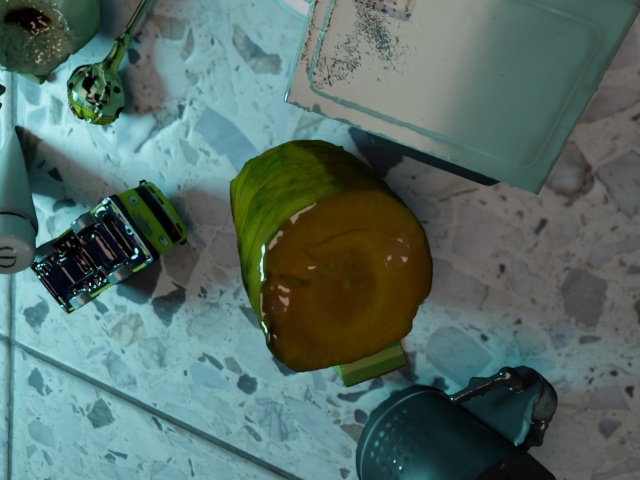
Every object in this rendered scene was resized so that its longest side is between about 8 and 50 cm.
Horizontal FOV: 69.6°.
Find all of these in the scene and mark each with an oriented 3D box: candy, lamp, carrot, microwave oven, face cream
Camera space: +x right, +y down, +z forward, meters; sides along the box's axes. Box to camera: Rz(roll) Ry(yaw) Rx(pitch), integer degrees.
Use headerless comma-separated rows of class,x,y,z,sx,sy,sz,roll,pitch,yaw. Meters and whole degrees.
candy,-0.300,-0.313,0.721,0.091,0.083,0.305,42,107,3
lamp,0.176,0.354,0.665,0.205,0.374,0.272,41,152,-25
carrot,0.000,0.000,0.643,0.241,0.341,0.242,-6,116,-12
microwave oven,0.139,-0.217,0.528,0.294,0.181,0.238,20,115,0
face cream,-0.540,-0.070,0.799,0.143,0.089,0.314,-60,41,25

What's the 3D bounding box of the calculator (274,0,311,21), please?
calculator,-0.026,-0.414,0.609,0.295,0.042,0.184,44,115,-3

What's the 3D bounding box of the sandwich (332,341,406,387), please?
sandwich,0.077,0.190,0.795,0.116,0.074,0.074,-16,104,-11

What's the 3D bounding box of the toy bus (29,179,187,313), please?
toy bus,-0.363,0.009,0.797,0.262,0.150,0.128,-26,102,28

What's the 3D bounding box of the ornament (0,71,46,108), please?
ornament,-0.581,-0.323,0.740,0.244,0.230,0.061,30,122,-16

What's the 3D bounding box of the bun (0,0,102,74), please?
bun,-0.441,-0.332,0.696,0.212,0.204,0.127,7,150,-2
